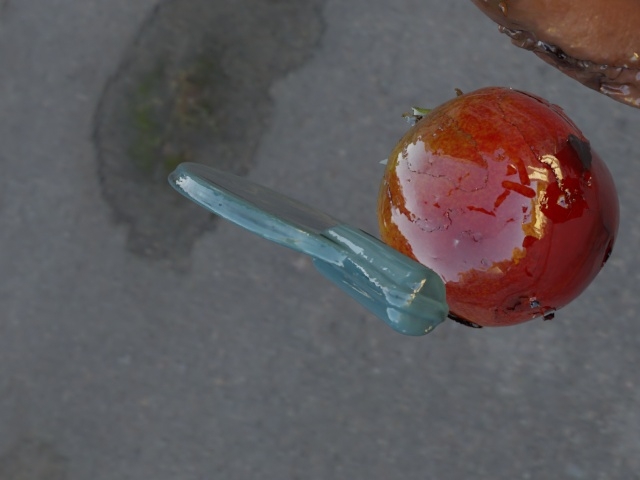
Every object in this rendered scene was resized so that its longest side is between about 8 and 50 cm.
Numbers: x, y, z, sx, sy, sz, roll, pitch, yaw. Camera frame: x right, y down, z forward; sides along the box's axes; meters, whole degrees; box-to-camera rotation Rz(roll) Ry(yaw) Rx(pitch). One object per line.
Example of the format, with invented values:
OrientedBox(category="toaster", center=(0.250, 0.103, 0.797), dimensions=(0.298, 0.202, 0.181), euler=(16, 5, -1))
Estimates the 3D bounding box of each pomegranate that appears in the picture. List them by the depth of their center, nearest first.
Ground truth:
OrientedBox(category="pomegranate", center=(0.147, -0.034, 1.554), dimensions=(0.210, 0.210, 0.235), euler=(-57, 41, 15))

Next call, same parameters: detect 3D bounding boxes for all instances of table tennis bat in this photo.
OrientedBox(category="table tennis bat", center=(0.000, 0.000, 1.039), dimensions=(0.237, 0.149, 0.038), euler=(33, 100, 57))

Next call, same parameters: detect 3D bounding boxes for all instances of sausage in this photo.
OrientedBox(category="sausage", center=(0.215, -0.121, 1.133), dimensions=(0.087, 0.327, 0.079), euler=(-41, 39, 42))
